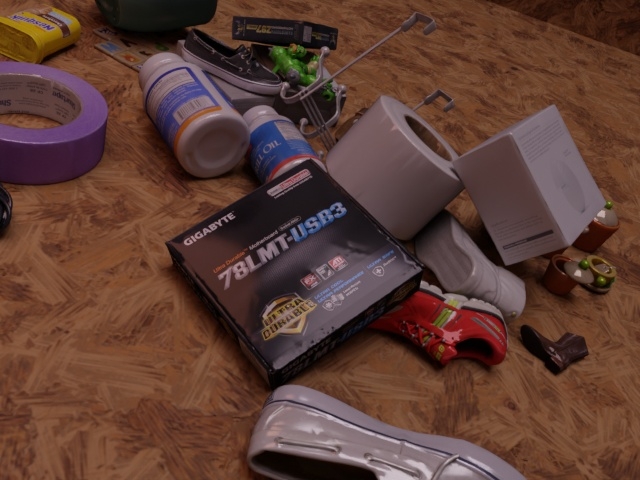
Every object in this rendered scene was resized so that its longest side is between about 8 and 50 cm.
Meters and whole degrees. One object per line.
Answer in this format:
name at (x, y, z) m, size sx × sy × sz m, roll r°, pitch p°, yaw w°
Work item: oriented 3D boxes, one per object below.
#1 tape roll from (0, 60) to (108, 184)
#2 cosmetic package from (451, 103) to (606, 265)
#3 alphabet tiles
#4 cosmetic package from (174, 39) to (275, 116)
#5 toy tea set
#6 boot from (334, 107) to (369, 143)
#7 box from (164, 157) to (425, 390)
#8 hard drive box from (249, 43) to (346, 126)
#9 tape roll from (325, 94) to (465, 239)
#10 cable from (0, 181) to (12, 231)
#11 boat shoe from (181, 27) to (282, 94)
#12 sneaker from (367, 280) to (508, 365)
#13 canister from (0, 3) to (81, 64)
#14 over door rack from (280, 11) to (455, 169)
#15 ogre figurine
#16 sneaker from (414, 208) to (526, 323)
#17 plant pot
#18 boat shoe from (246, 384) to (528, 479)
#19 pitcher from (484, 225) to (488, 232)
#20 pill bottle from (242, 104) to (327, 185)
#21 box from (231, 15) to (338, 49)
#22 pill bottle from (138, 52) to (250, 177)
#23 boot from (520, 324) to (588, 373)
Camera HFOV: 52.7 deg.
tape roll at (-0.531, -0.218, 1.168) m, size 0.275 × 0.090 × 0.274 m, roll 13°, pitch 38°, yaw -10°
cosmetic package at (0.396, -0.108, 1.219) m, size 0.224 × 0.138 × 0.224 m, roll -31°, pitch 95°, yaw -45°
alphabet tiles at (-0.380, -0.470, 1.620) m, size 0.343 × 0.011 × 0.285 m, roll 30°, pitch 37°, yaw 11°
cosmetic package at (-0.224, -0.348, 1.461) m, size 0.127 × 0.107 × 0.238 m, roll -16°, pitch 52°, yaw -43°
toy tea set at (0.571, -0.004, 1.415) m, size 0.200 × 0.124 × 0.336 m, roll 19°, pitch 37°, yaw -3°
boot at (0.154, -0.171, 1.466) m, size 0.115 × 0.112 × 0.305 m, roll -37°, pitch 64°, yaw -19°
box at (-0.042, 0.038, 1.023) m, size 0.296 × 0.073 × 0.293 m, roll -32°, pitch 61°, yaw -21°
hard drive box at (-0.067, -0.388, 1.607) m, size 0.181 × 0.089 × 0.232 m, roll 0°, pitch 43°, yaw -27°
tape roll at (0.155, -0.145, 1.283) m, size 0.246 × 0.169 × 0.246 m, roll 36°, pitch 26°, yaw -20°
cable at (-0.558, -0.057, 0.989) m, size 0.151 × 0.047 × 0.184 m, roll -11°, pitch 48°, yaw -36°
boat shoe at (-0.183, -0.389, 1.389) m, size 0.229 × 0.076 × 0.080 m, roll 24°, pitch 37°, yaw -6°
sneaker at (0.186, 0.144, 1.065) m, size 0.279 × 0.107 × 0.118 m, roll 11°, pitch 48°, yaw -10°
canister at (-0.632, -0.462, 1.436) m, size 0.126 × 0.073 × 0.170 m, roll 24°, pitch 35°, yaw 2°
over door rack at (0.098, -0.310, 1.347) m, size 0.324 × 0.239 × 0.108 m, roll -27°, pitch 52°, yaw 5°
ogre figurine at (-0.048, -0.386, 1.471) m, size 0.118 × 0.097 × 0.196 m, roll 13°, pitch 50°, yaw -40°
sneaker at (0.288, 0.053, 1.244) m, size 0.169 × 0.108 × 0.292 m, roll 33°, pitch 21°, yaw -20°
plant pot at (-0.430, -0.649, 1.588) m, size 0.235 × 0.293 × 0.293 m, roll -28°, pitch 58°, yaw -28°
boat shoe at (0.080, 0.306, 0.780) m, size 0.367 × 0.135 × 0.156 m, roll 22°, pitch 37°, yaw 5°
pitcher at (0.452, -0.074, 1.424) m, size 0.178 × 0.125 × 0.207 m, roll -2°, pitch 28°, yaw 21°
pill bottle at (-0.085, -0.175, 1.306) m, size 0.124 × 0.124 × 0.221 m, roll -5°, pitch 43°, yaw -31°
box at (-0.082, -0.504, 1.578) m, size 0.184 × 0.059 × 0.233 m, roll 11°, pitch 16°, yaw 19°
pill bottle at (-0.266, -0.262, 1.302) m, size 0.152 × 0.152 × 0.272 m, roll -10°, pitch 46°, yaw -35°
boot at (0.432, 0.183, 1.186) m, size 0.114 × 0.037 × 0.106 m, roll -19°, pitch 66°, yaw -37°
